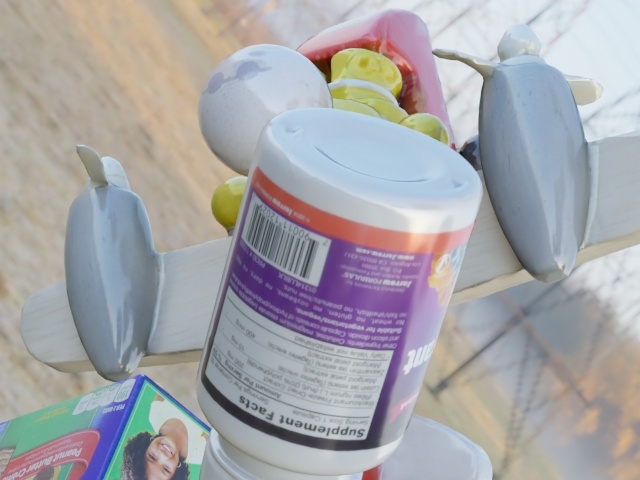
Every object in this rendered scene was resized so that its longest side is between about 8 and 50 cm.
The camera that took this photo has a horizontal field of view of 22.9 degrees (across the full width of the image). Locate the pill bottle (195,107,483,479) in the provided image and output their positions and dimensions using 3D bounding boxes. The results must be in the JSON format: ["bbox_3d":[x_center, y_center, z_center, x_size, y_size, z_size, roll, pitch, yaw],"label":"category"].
[{"bbox_3d":[0.001,0.044,0.759,0.108,0.193,0.108,13,24,-6],"label":"pill bottle"}]

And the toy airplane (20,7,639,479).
[{"bbox_3d":[0.000,0.000,1.039,0.384,0.386,0.272,37,-15,52],"label":"toy airplane"}]

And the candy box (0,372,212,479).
[{"bbox_3d":[-0.263,0.307,1.482,0.122,0.268,0.317,41,48,-28],"label":"candy box"}]
